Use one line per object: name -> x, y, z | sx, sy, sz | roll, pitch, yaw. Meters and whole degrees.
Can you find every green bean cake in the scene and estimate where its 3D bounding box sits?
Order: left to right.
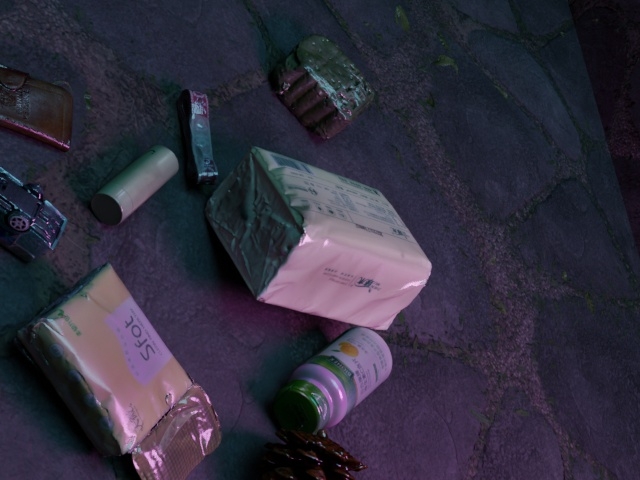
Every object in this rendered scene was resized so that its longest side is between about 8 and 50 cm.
green bean cake -> 0.004, -0.370, 2.437 | 0.227, 0.125, 0.222 | 48, 38, -5

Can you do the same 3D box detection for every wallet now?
wallet -> -0.556, -0.253, 1.805 | 0.255, 0.031, 0.137 | 19, 52, -39

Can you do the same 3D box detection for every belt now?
belt -> -0.251, -0.206, 2.084 | 0.053, 0.071, 0.232 | 11, 54, -36

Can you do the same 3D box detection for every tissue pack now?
tissue pack -> -0.349, 0.195, 1.650 | 0.257, 0.123, 0.215 | 59, 35, -13
tissue pack -> 0.000, 0.000, 2.053 | 0.380, 0.207, 0.297 | 18, 29, -40

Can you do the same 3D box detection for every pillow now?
pillow -> -0.238, 0.342, 1.719 | 0.211, 0.034, 0.135 | -49, 121, -50

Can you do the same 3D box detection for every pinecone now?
pinecone -> -0.024, 0.427, 1.802 | 0.207, 0.207, 0.208 | 27, 47, -33

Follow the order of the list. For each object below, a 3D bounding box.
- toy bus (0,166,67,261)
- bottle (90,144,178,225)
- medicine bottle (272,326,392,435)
toy bus -> -0.535, -0.073, 1.640 | 0.261, 0.109, 0.091 | 40, 39, -24
bottle -> -0.344, -0.105, 1.903 | 0.072, 0.072, 0.201 | 50, 38, -10
medicine bottle -> 0.023, 0.278, 1.994 | 0.133, 0.133, 0.274 | 58, 38, 0
